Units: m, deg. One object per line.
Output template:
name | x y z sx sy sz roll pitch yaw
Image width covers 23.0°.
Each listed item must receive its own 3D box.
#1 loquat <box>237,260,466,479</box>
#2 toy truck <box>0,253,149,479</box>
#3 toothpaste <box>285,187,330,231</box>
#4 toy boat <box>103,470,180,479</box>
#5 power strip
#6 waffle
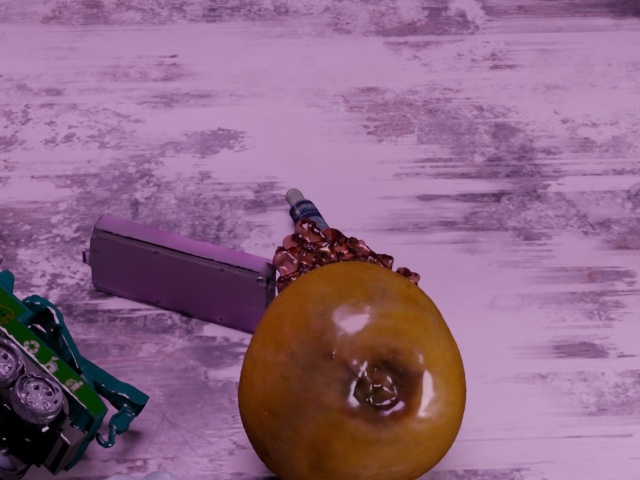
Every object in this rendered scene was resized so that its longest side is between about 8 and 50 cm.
loquat | 0.038 0.166 1.828 0.275 0.274 0.275 1 39 -1
toy truck | -0.388 0.132 1.864 0.363 0.176 0.178 40 44 6
toothpaste | 0.000 0.000 2.208 0.062 0.037 0.216 -12 45 -19
toy boat | -0.225 0.370 1.683 0.199 0.100 0.290 29 45 31
power strip | -0.184 0.046 2.084 0.279 0.109 0.037 15 39 16
waffle | 0.041 0.067 2.047 0.234 0.055 0.221 26 33 -17
